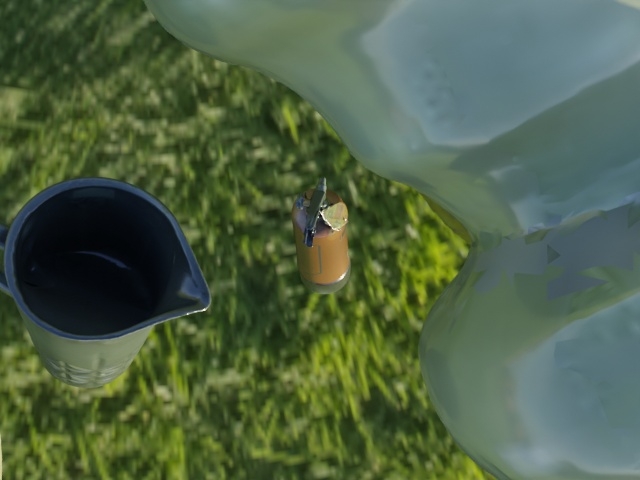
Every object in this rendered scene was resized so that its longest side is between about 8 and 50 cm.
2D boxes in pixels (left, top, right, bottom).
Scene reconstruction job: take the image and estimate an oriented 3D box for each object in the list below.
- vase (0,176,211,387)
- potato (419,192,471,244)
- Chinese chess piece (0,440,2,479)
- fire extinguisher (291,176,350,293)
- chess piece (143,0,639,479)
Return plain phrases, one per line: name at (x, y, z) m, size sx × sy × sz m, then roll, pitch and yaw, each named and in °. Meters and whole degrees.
vase at (-0.230, 0.051, 1.825) m, size 0.251 × 0.301 × 0.156 m, roll 23°, pitch 70°, yaw 0°
potato at (0.163, -0.060, 1.624) m, size 0.251 × 0.113 × 0.149 m, roll 34°, pitch 79°, yaw 2°
Chinese chess piece at (-0.240, 0.091, 0.707) m, size 0.250 × 0.101 × 0.250 m, roll -9°, pitch 108°, yaw -30°
fire extinguisher at (0.000, 0.000, 0.760) m, size 0.022 × 0.083 × 0.028 m, roll 9°, pitch 70°, yaw 5°
chess piece at (0.065, -0.010, 0.374) m, size 0.144 × 0.144 × 0.251 m, roll -29°, pitch 98°, yaw 7°
